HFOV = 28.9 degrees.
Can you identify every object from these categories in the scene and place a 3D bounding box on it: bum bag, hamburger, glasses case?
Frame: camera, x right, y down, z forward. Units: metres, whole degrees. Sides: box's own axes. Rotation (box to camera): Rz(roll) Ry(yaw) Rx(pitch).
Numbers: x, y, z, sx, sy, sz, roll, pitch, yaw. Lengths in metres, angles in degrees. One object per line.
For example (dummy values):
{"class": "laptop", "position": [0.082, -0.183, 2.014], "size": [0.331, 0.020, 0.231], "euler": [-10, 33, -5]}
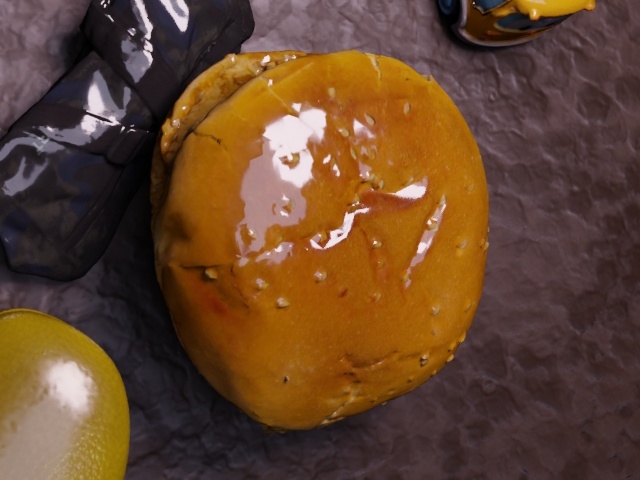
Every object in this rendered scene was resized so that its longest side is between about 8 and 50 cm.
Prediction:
{"class": "bum bag", "position": [-0.167, -0.107, 1.009], "size": [0.137, 0.074, 0.310], "euler": [42, 76, -38]}
{"class": "hamburger", "position": [0.000, 0.000, 1.013], "size": [0.290, 0.170, 0.314], "euler": [-15, 106, -26]}
{"class": "glasses case", "position": [-0.273, 0.233, 0.938], "size": [0.173, 0.141, 0.371], "euler": [37, 78, -19]}

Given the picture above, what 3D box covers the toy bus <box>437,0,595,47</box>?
{"class": "toy bus", "position": [0.177, -0.284, 1.115], "size": [0.126, 0.136, 0.209], "euler": [-13, 96, -21]}
